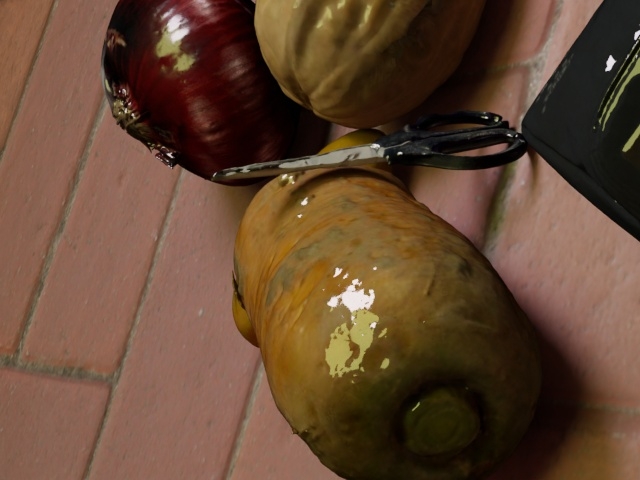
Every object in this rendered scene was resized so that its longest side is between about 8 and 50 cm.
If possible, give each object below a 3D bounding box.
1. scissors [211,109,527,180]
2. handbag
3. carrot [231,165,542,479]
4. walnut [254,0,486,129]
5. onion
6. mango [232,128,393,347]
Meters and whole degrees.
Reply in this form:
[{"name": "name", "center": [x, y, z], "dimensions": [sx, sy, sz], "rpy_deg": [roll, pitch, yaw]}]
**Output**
[{"name": "scissors", "center": [0.043, -0.080, 1.491], "dimensions": [0.109, 0.300, 0.022], "rpy_deg": [-130, 37, -56]}, {"name": "handbag", "center": [0.301, -0.123, 1.195], "dimensions": [0.302, 0.178, 0.275], "rpy_deg": [-56, 31, 17]}, {"name": "carrot", "center": [0.052, 0.071, 1.423], "dimensions": [0.224, 0.224, 0.341], "rpy_deg": [-57, 26, 16]}, {"name": "walnut", "center": [0.053, -0.242, 1.644], "dimensions": [0.261, 0.225, 0.225], "rpy_deg": [-62, 30, -4]}, {"name": "onion", "center": [-0.107, -0.201, 1.862], "dimensions": [0.285, 0.273, 0.273], "rpy_deg": [-38, 30, -8]}, {"name": "mango", "center": [0.000, 0.000, 1.658], "dimensions": [0.253, 0.113, 0.138], "rpy_deg": [-59, 18, 0]}]
